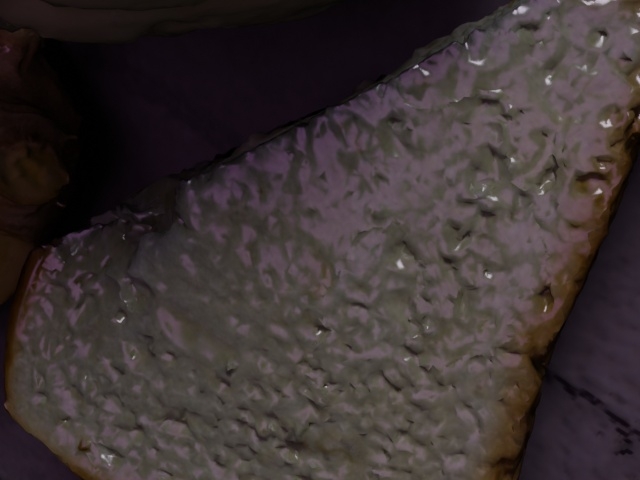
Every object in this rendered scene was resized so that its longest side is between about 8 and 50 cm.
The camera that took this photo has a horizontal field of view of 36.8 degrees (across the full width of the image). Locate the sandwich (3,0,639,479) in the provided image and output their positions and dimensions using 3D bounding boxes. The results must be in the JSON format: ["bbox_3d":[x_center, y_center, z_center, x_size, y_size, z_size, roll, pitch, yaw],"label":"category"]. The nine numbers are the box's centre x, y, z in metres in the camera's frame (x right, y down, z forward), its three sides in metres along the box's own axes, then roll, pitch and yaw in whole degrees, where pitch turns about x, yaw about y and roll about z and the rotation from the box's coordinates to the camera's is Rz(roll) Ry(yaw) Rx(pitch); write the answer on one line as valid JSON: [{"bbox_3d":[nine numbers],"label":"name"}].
[{"bbox_3d":[-0.002,0.001,0.422,0.254,0.099,0.288,23,106,18],"label":"sandwich"}]

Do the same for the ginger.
[{"bbox_3d":[-0.185,-0.036,0.491,0.216,0.102,0.157,-50,46,27],"label":"ginger"}]

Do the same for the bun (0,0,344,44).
[{"bbox_3d":[-0.100,-0.188,0.323,0.349,0.352,0.227,24,97,57],"label":"bun"}]
